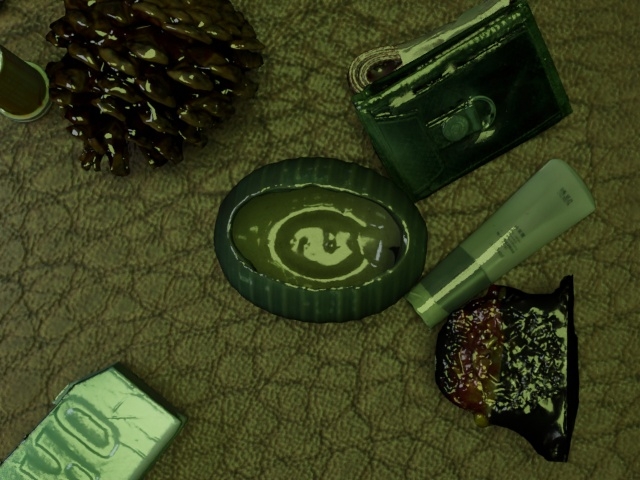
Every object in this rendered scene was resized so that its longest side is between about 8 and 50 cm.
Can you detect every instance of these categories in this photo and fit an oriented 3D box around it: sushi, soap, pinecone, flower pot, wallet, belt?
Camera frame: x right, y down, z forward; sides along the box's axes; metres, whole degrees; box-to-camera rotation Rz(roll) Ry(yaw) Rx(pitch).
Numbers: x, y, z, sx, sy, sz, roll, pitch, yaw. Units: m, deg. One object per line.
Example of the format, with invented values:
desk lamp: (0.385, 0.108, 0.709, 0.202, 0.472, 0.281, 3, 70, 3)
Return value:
sushi: (0.211, 0.136, 1.383, 0.150, 0.153, 0.172, 0, 110, 18)
soap: (-0.282, 0.255, 1.402, 0.145, 0.091, 0.230, 38, 87, 2)
pinecone: (-0.199, -0.205, 1.358, 0.257, 0.243, 0.243, -31, 88, 19)
flower pot: (0.000, 0.000, 1.380, 0.243, 0.157, 0.189, 8, 89, -1)
wallet: (0.170, -0.157, 1.416, 0.236, 0.055, 0.160, -29, 117, 1)
belt: (0.141, -0.229, 1.442, 0.232, 0.053, 0.071, -26, 92, 1)

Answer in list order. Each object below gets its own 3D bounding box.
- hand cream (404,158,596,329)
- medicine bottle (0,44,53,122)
hand cream: (0.211, 0.006, 1.436, 0.255, 0.048, 0.079, -39, 93, -4)
medicine bottle: (-0.358, -0.181, 1.356, 0.073, 0.218, 0.074, 0, 89, 0)
